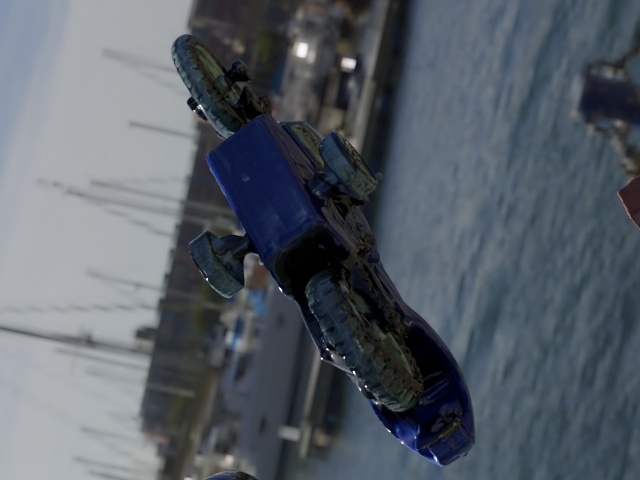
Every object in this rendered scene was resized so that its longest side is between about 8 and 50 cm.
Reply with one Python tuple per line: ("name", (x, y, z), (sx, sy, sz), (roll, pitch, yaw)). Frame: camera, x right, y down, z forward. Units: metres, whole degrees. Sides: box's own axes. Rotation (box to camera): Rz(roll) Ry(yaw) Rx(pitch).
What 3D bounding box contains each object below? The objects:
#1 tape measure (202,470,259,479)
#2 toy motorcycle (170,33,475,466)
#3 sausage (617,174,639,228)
("tape measure", (-0.120, 0.258, 1.436), (0.107, 0.180, 0.104), (-18, 75, 37))
("toy motorcycle", (0.000, 0.000, 1.014), (0.169, 0.113, 0.315), (42, -165, -53))
("sausage", (0.351, -0.069, 1.458), (0.169, 0.065, 0.065), (-36, 22, 23))
